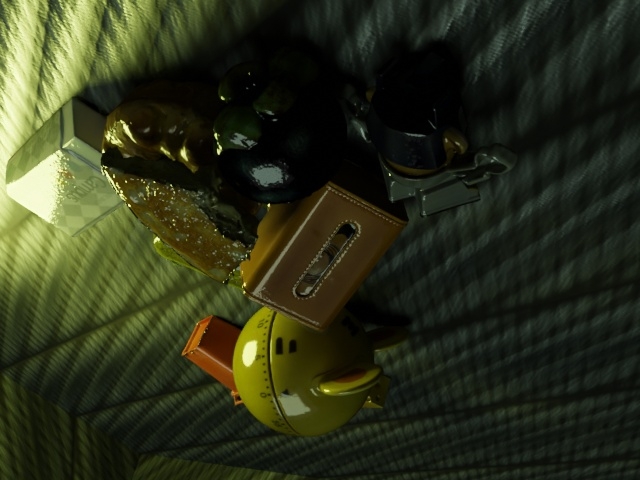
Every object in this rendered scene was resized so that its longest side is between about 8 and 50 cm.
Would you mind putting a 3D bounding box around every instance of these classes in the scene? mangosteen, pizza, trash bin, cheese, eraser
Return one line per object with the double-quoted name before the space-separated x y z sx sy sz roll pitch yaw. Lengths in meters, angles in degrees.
"mangosteen" -0.066 -0.170 1.395 0.243 0.242 0.243 13 153 7
"pizza" -0.206 -0.049 1.493 0.223 0.089 0.323 -8 135 44
"trash bin" -0.257 0.332 2.539 0.239 0.184 0.161 33 149 -19
"cheese" 0.091 0.396 2.553 0.126 0.093 0.171 -8 144 40
"eraser" -0.499 -0.137 1.842 0.213 0.082 0.397 35 148 -23

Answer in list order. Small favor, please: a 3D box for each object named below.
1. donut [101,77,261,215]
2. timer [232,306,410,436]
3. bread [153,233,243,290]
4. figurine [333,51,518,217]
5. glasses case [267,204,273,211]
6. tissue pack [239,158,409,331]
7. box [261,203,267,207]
"donut" -0.233 -0.138 1.593 0.299 0.150 0.317 25 143 -4
"timer" -0.001 0.283 2.140 0.387 0.376 0.376 -12 144 25
"bread" -0.176 0.035 1.980 0.384 0.112 0.166 22 157 -12
"figurine" 0.154 -0.158 1.390 0.309 0.143 0.308 13 157 6
"glasses case" -0.003 -0.064 1.713 0.195 0.049 0.073 1 148 -5
"tissue pack" 0.000 0.000 1.637 0.194 0.145 0.274 27 114 -18
"box" -0.087 -0.119 1.726 0.122 0.030 0.193 6 151 19
